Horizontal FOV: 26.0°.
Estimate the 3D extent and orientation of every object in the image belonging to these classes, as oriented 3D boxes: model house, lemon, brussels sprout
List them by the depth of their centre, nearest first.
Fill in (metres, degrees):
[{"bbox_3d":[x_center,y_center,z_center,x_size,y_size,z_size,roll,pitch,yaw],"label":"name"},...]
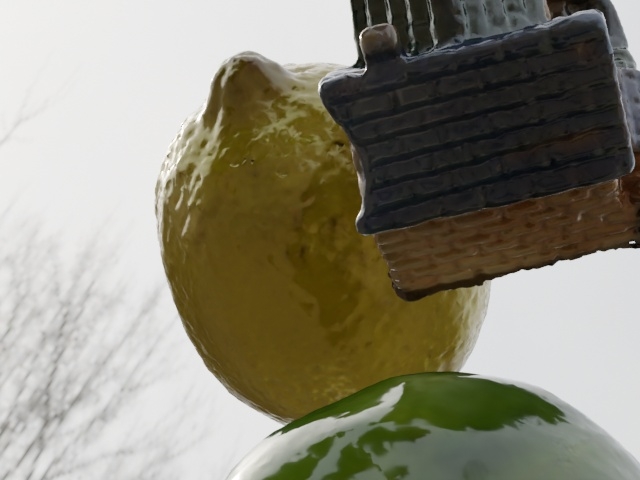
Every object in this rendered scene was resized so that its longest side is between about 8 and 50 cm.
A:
[{"bbox_3d":[0.041,0.246,0.630,0.281,0.355,0.289,30,-26,17],"label":"brussels sprout"},{"bbox_3d":[0.082,-0.093,0.710,0.166,0.183,0.172,-15,-28,13],"label":"model house"},{"bbox_3d":[0.000,0.000,1.035,0.245,0.245,0.320,-6,-60,34],"label":"lemon"}]
